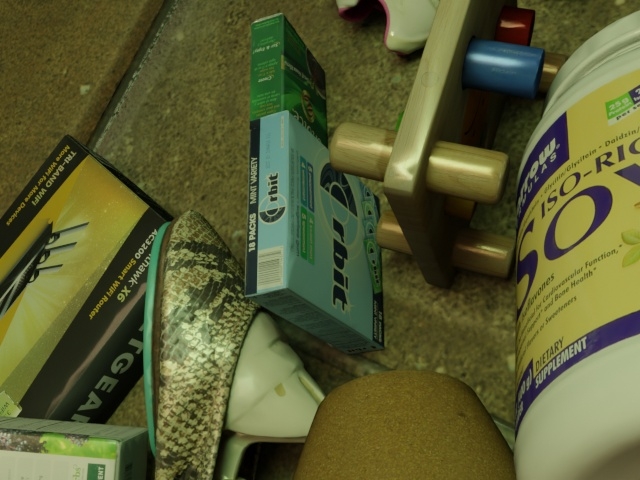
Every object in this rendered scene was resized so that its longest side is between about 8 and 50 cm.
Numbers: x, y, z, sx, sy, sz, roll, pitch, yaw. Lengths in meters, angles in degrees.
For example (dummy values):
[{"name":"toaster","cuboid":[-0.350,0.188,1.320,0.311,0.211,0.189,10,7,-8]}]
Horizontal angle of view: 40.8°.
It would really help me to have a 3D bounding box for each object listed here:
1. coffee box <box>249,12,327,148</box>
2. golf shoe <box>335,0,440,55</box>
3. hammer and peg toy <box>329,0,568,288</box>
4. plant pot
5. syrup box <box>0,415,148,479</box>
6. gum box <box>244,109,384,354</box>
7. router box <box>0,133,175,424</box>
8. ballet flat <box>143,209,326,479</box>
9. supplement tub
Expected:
[{"name":"coffee box","cuboid":[-0.029,-0.119,0.864,0.040,0.113,0.184,-11,63,21]},{"name":"golf shoe","cuboid":[0.030,-0.318,0.891,0.306,0.115,0.140,46,108,18]},{"name":"hammer and peg toy","cuboid":[0.129,-0.162,0.703,0.127,0.266,0.362,14,77,18]},{"name":"plant pot","cuboid":[0.062,0.221,0.541,0.237,0.237,0.255,-20,47,20]},{"name":"syrup box","cuboid":[-0.285,0.214,0.788,0.236,0.096,0.093,3,86,5]},{"name":"gum box","cuboid":[0.000,0.000,0.751,0.041,0.184,0.157,-12,64,24]},{"name":"router box","cuboid":[-0.285,0.071,0.937,0.243,0.081,0.309,36,89,34]},{"name":"ballet flat","cuboid":[-0.077,0.217,0.731,0.181,0.164,0.483,4,78,15]},{"name":"supplement tub","cuboid":[0.242,0.024,0.530,0.240,0.241,0.331,-13,40,23]}]
